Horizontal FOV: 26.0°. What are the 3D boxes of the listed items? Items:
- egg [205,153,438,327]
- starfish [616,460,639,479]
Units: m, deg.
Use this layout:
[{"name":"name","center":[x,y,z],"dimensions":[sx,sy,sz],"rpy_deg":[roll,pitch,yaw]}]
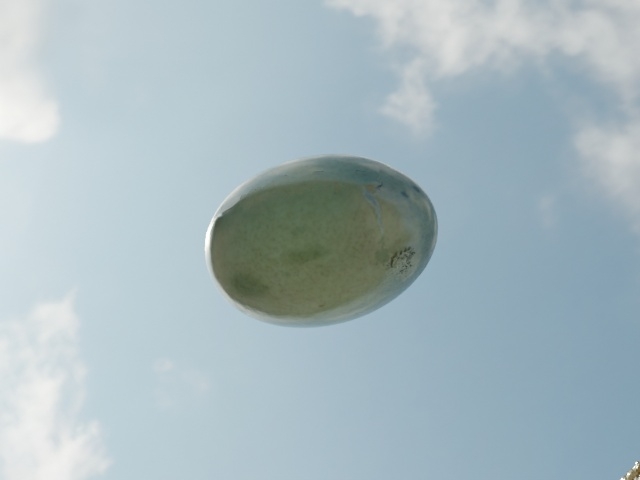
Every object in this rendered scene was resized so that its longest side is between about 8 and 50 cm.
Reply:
[{"name":"egg","center":[0.000,0.000,1.372],"dimensions":[0.236,0.169,0.169],"rpy_deg":[-16,-84,19]},{"name":"starfish","center":[0.312,0.151,1.112],"dimensions":[0.048,0.231,0.295],"rpy_deg":[32,-16,-2]}]
